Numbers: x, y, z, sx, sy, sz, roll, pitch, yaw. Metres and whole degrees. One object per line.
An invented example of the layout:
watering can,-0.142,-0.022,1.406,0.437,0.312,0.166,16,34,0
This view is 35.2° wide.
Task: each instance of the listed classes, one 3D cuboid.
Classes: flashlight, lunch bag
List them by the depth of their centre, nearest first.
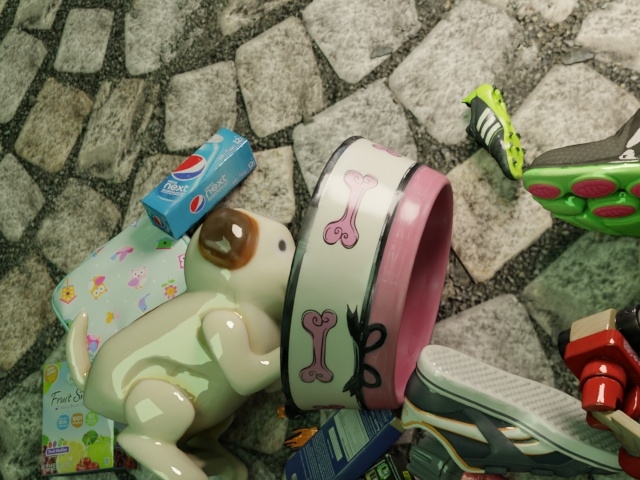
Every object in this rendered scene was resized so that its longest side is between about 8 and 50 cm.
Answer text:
flashlight,0.262,0.369,1.414,0.304,0.103,0.103,27,133,28
lunch bag,-0.324,0.104,1.793,0.279,0.108,0.224,-40,61,-4

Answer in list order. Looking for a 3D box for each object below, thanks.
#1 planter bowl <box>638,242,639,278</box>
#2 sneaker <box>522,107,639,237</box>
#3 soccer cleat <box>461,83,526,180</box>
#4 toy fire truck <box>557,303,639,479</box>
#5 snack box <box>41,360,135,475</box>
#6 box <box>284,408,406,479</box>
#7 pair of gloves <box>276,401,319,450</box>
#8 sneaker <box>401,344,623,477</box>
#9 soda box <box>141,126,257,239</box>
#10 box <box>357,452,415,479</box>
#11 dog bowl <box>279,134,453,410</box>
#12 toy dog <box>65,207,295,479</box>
planter bowl,0.504,0.049,1.346,0.109,0.162,0.162,-7,72,1
sneaker,0.517,-0.148,1.392,0.483,0.185,0.202,-18,51,22
soccer cleat,0.271,-0.163,1.586,0.072,0.060,0.178,-30,57,31
toy fire truck,0.403,0.227,1.252,0.158,0.217,0.246,-25,26,36
snack box,-0.425,0.321,1.851,0.175,0.070,0.207,-13,69,27
box,0.035,0.320,1.563,0.225,0.036,0.136,-46,23,11
pair of gloves,-0.036,0.302,1.665,0.074,0.010,0.083,-24,65,26
sneaker,0.266,0.263,1.404,0.321,0.126,0.127,24,113,3
soda box,-0.212,-0.103,1.785,0.067,0.071,0.210,30,64,32
box,0.086,0.443,1.516,0.191,0.045,0.184,-40,58,31
dog bowl,0.081,0.061,1.451,0.150,0.408,0.407,11,83,16
toy dog,-0.171,0.146,1.623,0.395,0.284,0.408,31,89,24
